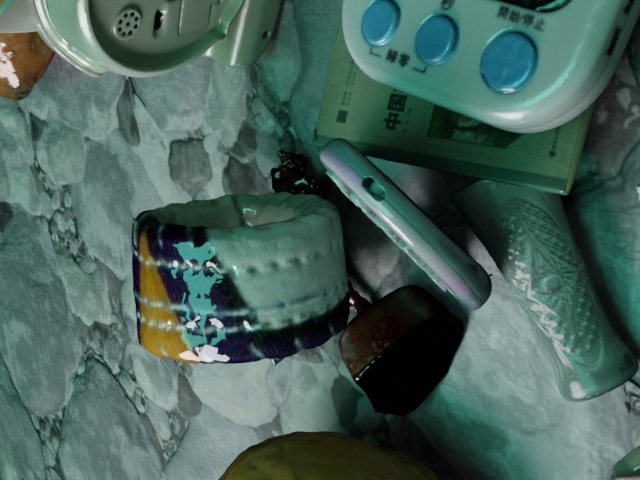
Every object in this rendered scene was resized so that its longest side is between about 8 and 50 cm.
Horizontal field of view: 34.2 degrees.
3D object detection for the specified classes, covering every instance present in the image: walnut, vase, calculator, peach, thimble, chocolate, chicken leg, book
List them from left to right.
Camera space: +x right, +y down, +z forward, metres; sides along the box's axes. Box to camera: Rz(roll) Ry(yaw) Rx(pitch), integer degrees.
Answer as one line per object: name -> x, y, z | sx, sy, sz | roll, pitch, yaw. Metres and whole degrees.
peach -> -0.456, -0.291, 1.408 | 0.232, 0.232, 0.233 | 20, 119, 40
thimble -> -0.083, 0.031, 1.082 | 0.237, 0.237, 0.150 | 9, 108, 43
chicken leg -> -0.005, 0.000, 1.177 | 0.089, 0.048, 0.219 | -17, 94, 51
walnut -> 0.026, 0.355, 1.122 | 0.332, 0.332, 0.333 | 20, 119, 40
chocolate -> 0.070, 0.115, 1.106 | 0.080, 0.125, 0.149 | 55, 143, 38
calculator -> 0.082, -0.013, 0.949 | 0.041, 0.299, 0.185 | -46, 70, 4
book -> 0.124, -0.165, 0.934 | 0.282, 0.025, 0.215 | 13, 89, 40
vase -> 0.208, 0.035, 0.945 | 0.096, 0.096, 0.219 | -27, 89, 48

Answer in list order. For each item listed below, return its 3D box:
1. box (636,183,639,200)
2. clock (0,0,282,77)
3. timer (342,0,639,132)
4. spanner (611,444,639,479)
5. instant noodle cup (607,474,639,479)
box -> 0.363, 0.030, 0.710 | 0.203, 0.106, 0.252 | -26, 83, 16
clock -> -0.168, -0.280, 1.027 | 0.108, 0.324, 0.265 | 39, 131, 29
timer -> 0.147, -0.219, 0.855 | 0.262, 0.087, 0.237 | 28, 99, 38
spanner -> 0.304, 0.179, 0.898 | 0.040, 0.095, 0.325 | 51, 134, 19
instant noodle cup -> 0.285, 0.352, 0.830 | 0.242, 0.231, 0.243 | 18, 139, 16
